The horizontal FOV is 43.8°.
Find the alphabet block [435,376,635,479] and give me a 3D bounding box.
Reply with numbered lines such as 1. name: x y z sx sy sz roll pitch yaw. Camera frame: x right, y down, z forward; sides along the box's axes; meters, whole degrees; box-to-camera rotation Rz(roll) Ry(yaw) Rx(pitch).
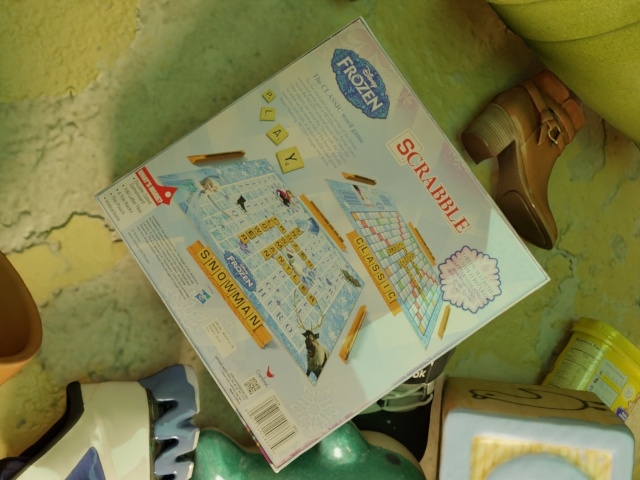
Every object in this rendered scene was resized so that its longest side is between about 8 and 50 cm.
1. alphabet block: 0.221 0.268 0.875 0.192 0.197 0.194 6 91 7

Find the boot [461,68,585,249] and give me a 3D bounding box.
1. boot: 0.277 -0.102 0.989 0.152 0.073 0.197 -39 108 -21

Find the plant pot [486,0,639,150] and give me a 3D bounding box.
1. plant pot: 0.414 -0.273 0.913 0.353 0.366 0.366 45 75 -29

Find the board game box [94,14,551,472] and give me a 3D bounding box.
1. board game box: 0.000 0.000 0.783 0.318 0.066 0.319 -34 84 -2

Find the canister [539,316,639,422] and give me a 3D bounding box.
1. canister: 0.341 0.203 1.024 0.126 0.073 0.170 40 79 -19

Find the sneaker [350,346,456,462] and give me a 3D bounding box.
1. sneaker: 0.082 0.111 0.876 0.122 0.146 0.331 -10 97 -23

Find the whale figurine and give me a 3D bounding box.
1. whale figurine: -0.013 0.284 0.832 0.272 0.141 0.216 19 112 -12

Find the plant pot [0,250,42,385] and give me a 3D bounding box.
1. plant pot: -0.397 0.060 0.617 0.203 0.291 0.291 -45 108 2

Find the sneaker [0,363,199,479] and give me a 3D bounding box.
1. sneaker: -0.226 0.274 0.773 0.182 0.127 0.316 6 83 -19
